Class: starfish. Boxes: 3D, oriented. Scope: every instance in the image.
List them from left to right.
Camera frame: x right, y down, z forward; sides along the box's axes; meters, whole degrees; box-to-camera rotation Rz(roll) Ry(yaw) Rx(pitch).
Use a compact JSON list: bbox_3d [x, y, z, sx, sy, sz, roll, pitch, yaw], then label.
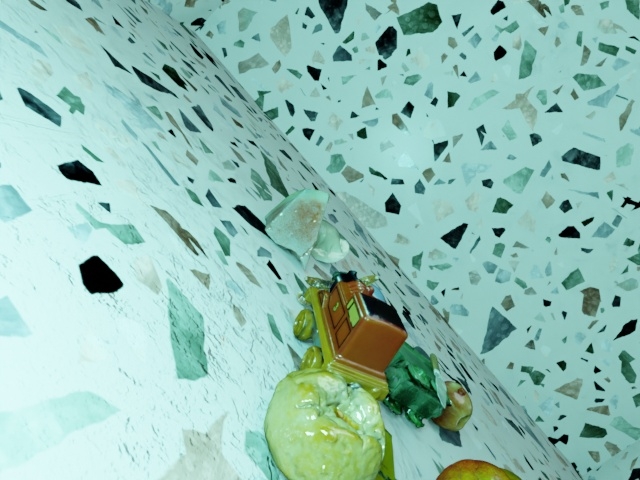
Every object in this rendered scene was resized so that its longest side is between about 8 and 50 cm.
[{"bbox_3d":[0.057,0.153,1.377,0.216,0.238,0.071,49,-19,39],"label":"starfish"}]

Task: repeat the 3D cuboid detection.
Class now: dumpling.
[{"bbox_3d":[-0.004,-0.002,1.853,0.216,0.126,0.167,52,37,-29],"label":"dumpling"}]

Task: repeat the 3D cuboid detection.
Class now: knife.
[{"bbox_3d":[0.330,0.383,1.357,0.047,0.017,0.298,54,12,-2],"label":"knife"}]

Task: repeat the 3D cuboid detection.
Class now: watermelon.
[{"bbox_3d":[-0.067,-0.046,1.617,0.193,0.232,0.310,42,-31,-16],"label":"watermelon"}]

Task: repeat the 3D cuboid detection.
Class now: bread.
[{"bbox_3d":[0.013,0.316,0.846,0.244,0.134,0.244,31,18,-12],"label":"bread"}]

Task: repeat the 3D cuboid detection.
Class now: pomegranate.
[{"bbox_3d":[0.341,0.587,1.055,0.210,0.210,0.235,49,6,3],"label":"pomegranate"}]

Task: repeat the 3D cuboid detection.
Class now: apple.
[{"bbox_3d":[0.416,0.535,1.578,0.131,0.146,0.146,40,5,36],"label":"apple"}]

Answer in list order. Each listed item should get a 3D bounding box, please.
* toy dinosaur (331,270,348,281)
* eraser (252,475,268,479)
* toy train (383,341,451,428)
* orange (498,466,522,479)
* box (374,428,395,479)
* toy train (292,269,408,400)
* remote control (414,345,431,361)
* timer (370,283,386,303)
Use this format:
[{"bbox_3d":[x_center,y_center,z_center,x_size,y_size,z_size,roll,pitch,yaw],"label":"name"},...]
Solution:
[{"bbox_3d":[0.087,0.166,1.717,0.120,0.079,0.292,43,10,-1],"label":"toy dinosaur"},{"bbox_3d":[-0.042,0.412,0.595,0.124,0.068,0.210,41,14,-29],"label":"eraser"},{"bbox_3d":[0.256,0.410,1.414,0.266,0.145,0.202,41,13,-31],"label":"toy train"},{"bbox_3d":[0.465,0.683,1.221,0.240,0.171,0.240,53,5,-6],"label":"orange"},{"bbox_3d":[0.092,0.442,1.004,0.153,0.041,0.279,46,13,-6],"label":"box"},{"bbox_3d":[0.066,0.209,1.110,0.163,0.232,0.369,27,19,-20],"label":"toy train"},{"bbox_3d":[0.368,0.480,1.804,0.107,0.044,0.377,54,14,6],"label":"remote control"},{"bbox_3d":[0.112,0.243,1.494,0.175,0.256,0.175,7,29,-4],"label":"timer"}]
